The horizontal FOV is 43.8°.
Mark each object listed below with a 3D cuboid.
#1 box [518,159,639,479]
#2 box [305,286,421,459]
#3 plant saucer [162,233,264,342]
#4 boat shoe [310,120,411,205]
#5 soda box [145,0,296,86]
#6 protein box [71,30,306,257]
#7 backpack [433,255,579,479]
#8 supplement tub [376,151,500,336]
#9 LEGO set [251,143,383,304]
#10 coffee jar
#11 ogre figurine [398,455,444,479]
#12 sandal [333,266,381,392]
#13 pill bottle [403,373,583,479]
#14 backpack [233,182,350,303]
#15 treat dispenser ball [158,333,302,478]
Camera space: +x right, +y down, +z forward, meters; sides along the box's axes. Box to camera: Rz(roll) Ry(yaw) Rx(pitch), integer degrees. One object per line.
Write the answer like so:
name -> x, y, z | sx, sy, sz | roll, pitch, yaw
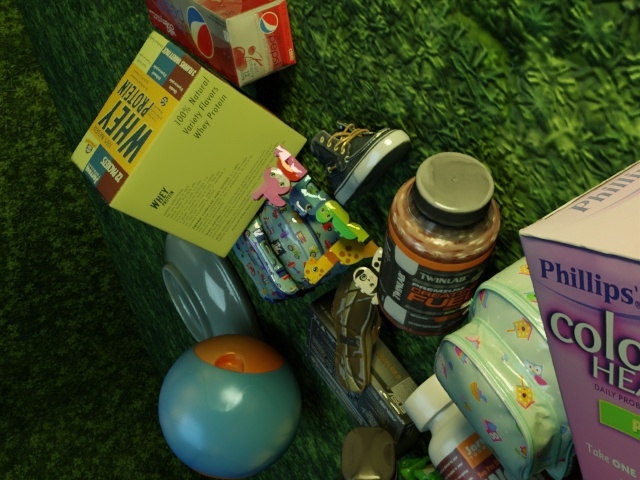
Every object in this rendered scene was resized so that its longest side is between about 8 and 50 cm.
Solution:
box -> 0.242, 0.064, 0.400 | 0.117, 0.213, 0.243 | 20, 134, 61
box -> 0.066, 0.208, 1.207 | 0.231, 0.056, 0.183 | 51, 158, 26
plant saucer -> -0.270, 0.131, 1.827 | 0.400, 0.100, 0.400 | 49, 156, 31
boat shoe -> 0.035, -0.100, 0.876 | 0.083, 0.065, 0.183 | 56, 161, 4
soda box -> -0.138, -0.291, 1.014 | 0.263, 0.083, 0.092 | 42, 151, 43
protein box -> -0.169, -0.119, 1.030 | 0.201, 0.200, 0.136 | 28, -170, -48
backpack -> 0.188, 0.106, 0.683 | 0.166, 0.144, 0.188 | 55, 156, 31
supplement tub -> 0.113, 0.005, 0.774 | 0.106, 0.106, 0.198 | 50, 157, 28
LEGO set -> 0.000, 0.000, 0.985 | 0.227, 0.093, 0.087 | 46, 180, 4
coffee jar -> 0.075, 0.351, 1.157 | 0.184, 0.079, 0.096 | 79, -169, -47
ogre figurine -> 0.163, 0.379, 1.146 | 0.197, 0.097, 0.118 | -29, 78, 58
sandal -> 0.057, 0.121, 1.096 | 0.072, 0.049, 0.180 | 15, 110, 44
pill bottle -> 0.194, 0.240, 0.858 | 0.221, 0.121, 0.121 | 52, 157, 22
backpack -> -0.037, 0.000, 1.104 | 0.158, 0.117, 0.173 | 61, 156, -2
treat dispenser ball -> -0.180, 0.333, 1.606 | 0.288, 0.288, 0.288 | 48, 155, 31
